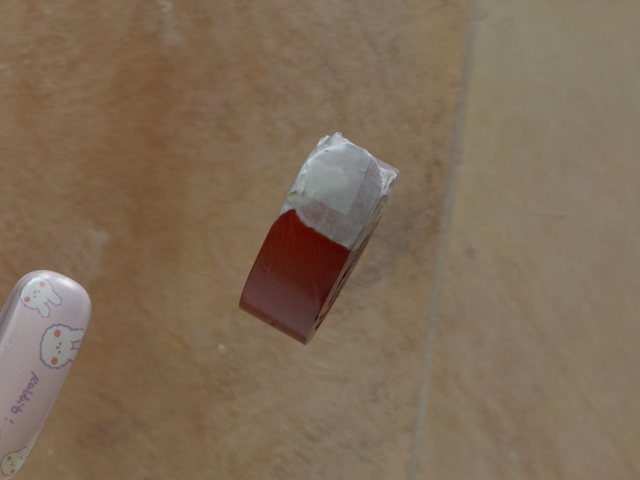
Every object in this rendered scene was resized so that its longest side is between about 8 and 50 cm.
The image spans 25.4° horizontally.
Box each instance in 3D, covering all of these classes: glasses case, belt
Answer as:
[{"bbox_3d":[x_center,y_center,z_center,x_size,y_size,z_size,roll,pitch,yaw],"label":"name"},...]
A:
[{"bbox_3d":[-0.408,0.183,1.925,0.113,0.075,0.297,28,81,-33],"label":"glasses case"},{"bbox_3d":[0.000,0.000,1.835,0.115,0.324,0.227,28,54,4],"label":"belt"}]
